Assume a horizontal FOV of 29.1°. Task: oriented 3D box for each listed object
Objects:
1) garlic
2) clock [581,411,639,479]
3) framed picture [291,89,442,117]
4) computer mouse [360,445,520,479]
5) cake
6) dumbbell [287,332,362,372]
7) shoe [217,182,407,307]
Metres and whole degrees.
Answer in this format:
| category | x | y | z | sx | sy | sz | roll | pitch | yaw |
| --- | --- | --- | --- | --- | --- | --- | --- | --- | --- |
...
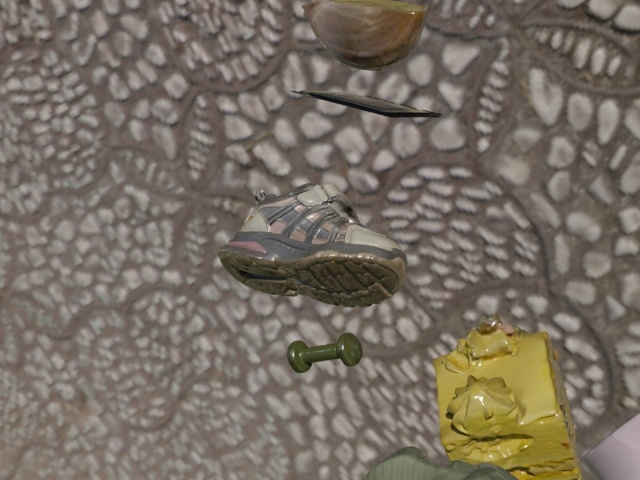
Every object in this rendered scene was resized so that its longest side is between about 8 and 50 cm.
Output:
| category | x | y | z | sx | sy | sz | roll | pitch | yaw |
| --- | --- | --- | --- | --- | --- | --- | --- | --- | --- |
| garlic | 0.068 | -0.302 | 1.811 | 0.195 | 0.087 | 0.101 | 11 | 116 | 29 |
| clock | 0.369 | 0.196 | 1.278 | 0.068 | 0.197 | 0.197 | 54 | 137 | 16 |
| framed picture | 0.078 | -0.234 | 2.102 | 0.199 | 0.195 | 0.010 | 17 | 103 | 27 |
| computer mouse | 0.045 | 0.346 | 1.098 | 0.429 | 0.145 | 0.228 | -37 | 90 | 33 |
| cake | 0.318 | 0.291 | 2.123 | 0.222 | 0.227 | 0.286 | -13 | 128 | 9 |
| dumbbell | 0.006 | 0.169 | 1.850 | 0.118 | 0.046 | 0.052 | -12 | 125 | 36 |
| shoe | 0.000 | 0.000 | 1.115 | 0.180 | 0.092 | 0.089 | 3 | 149 | 27 |
